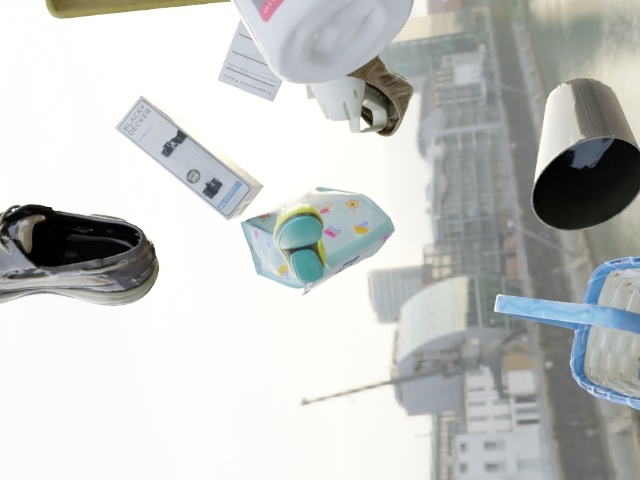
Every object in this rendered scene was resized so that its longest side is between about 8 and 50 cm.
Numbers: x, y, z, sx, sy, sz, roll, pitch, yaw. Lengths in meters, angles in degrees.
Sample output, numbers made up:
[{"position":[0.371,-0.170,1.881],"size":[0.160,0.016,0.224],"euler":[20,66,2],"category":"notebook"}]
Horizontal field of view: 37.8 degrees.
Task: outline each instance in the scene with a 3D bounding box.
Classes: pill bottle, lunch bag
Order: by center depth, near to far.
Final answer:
[{"position":[-0.044,-0.345,1.034],"size":[0.319,0.176,0.176],"euler":[62,-177,20],"category":"pill bottle"},{"position":[0.000,0.000,1.914],"size":[0.262,0.223,0.160],"euler":[18,130,54],"category":"lunch bag"}]

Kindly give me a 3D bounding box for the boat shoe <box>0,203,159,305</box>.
[{"position":[-0.395,0.003,1.254],"size":[0.130,0.355,0.132],"euler":[106,161,-53],"category":"boat shoe"}]

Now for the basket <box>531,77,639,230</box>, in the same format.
[{"position":[0.441,-0.159,1.558],"size":[0.204,0.154,0.227],"euler":[-51,16,40],"category":"basket"}]

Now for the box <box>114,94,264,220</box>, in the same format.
[{"position":[-0.260,-0.166,1.893],"size":[0.087,0.290,0.169],"euler":[-51,-2,6],"category":"box"}]

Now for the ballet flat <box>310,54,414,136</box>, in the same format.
[{"position":[0.052,-0.233,1.457],"size":[0.342,0.116,0.124],"euler":[19,-105,-64],"category":"ballet flat"}]

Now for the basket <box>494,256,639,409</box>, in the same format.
[{"position":[0.412,0.119,1.262],"size":[0.254,0.288,0.201],"euler":[6,87,66],"category":"basket"}]

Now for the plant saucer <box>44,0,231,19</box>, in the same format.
[{"position":[-0.303,-0.509,1.429],"size":[0.081,0.332,0.333],"euler":[-4,100,57],"category":"plant saucer"}]

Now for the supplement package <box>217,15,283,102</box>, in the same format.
[{"position":[-0.087,-0.335,1.526],"size":[0.179,0.105,0.105],"euler":[121,165,-46],"category":"supplement package"}]

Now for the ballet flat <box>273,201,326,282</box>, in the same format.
[{"position":[-0.034,-0.012,1.416],"size":[0.231,0.077,0.077],"euler":[80,176,-64],"category":"ballet flat"}]
